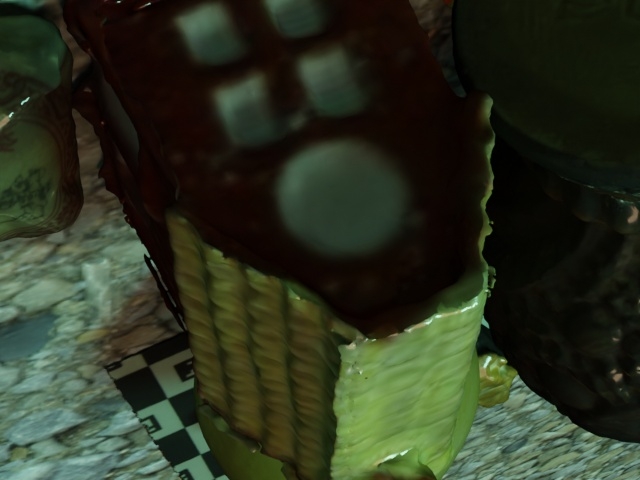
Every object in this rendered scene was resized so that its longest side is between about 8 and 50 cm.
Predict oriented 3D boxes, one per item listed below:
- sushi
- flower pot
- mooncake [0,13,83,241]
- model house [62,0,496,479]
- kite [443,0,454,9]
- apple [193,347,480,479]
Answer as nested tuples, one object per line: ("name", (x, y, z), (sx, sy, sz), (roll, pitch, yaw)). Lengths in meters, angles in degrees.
("sushi", (0.047, 0.121, 1.102), (0.359, 0.064, 0.343), (-23, 151, -5))
("flower pot", (0.188, -0.051, 0.736), (0.267, 0.266, 0.267), (-28, 145, 3))
("mooncake", (-0.174, -0.043, 0.644), (0.130, 0.073, 0.125), (-17, 149, -19))
("model house", (0.000, 0.000, 0.668), (0.160, 0.254, 0.196), (-22, 152, -15))
("kite", (0.124, -0.174, 0.728), (0.190, 0.010, 0.159), (9, 137, -46))
("apple", (0.009, 0.086, 0.893), (0.200, 0.200, 0.200), (-20, 151, -11))
